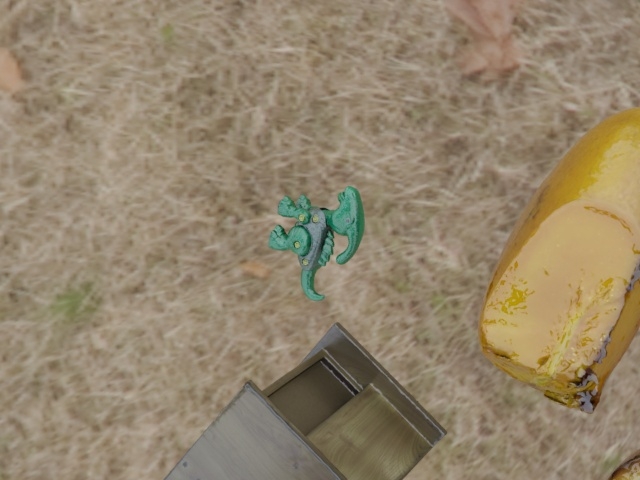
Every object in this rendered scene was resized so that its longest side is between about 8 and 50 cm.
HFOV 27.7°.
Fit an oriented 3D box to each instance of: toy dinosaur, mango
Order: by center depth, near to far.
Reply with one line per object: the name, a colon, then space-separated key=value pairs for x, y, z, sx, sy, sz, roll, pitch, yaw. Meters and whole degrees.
mango: x=0.216 y=0.007 z=1.047 sx=0.126 sy=0.154 sz=0.252 roll=23 pitch=91 yaw=11
toy dinosaur: x=0.000 y=0.000 z=1.379 sx=0.096 sy=0.059 sz=0.132 roll=20 pitch=107 yaw=33

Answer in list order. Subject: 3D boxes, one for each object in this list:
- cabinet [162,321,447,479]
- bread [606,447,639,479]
cabinet: x=-0.030 y=0.212 z=1.101 sx=0.148 sy=0.175 sz=0.215 roll=44 pitch=116 yaw=10
bread: x=0.448 y=0.179 z=0.989 sx=0.333 sy=0.323 sz=0.143 roll=-22 pitch=75 yaw=48
